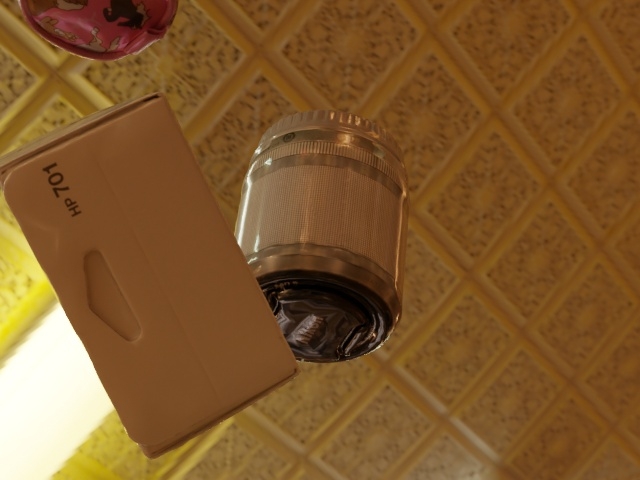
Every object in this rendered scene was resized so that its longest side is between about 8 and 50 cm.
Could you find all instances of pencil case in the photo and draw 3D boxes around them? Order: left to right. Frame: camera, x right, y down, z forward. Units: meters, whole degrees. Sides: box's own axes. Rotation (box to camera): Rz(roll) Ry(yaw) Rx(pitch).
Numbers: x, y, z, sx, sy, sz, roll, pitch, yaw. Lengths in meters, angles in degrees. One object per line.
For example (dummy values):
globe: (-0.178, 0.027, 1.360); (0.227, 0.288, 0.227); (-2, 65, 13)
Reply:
pencil case: (-0.211, -0.353, 1.417); (0.167, 0.386, 0.160); (6, -44, -3)

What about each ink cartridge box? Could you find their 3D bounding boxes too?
ink cartridge box: (-0.090, 0.009, 0.656); (0.082, 0.191, 0.139); (-27, -80, -11)

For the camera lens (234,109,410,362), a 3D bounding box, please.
camera lens: (0.000, 0.000, 1.741); (0.219, 0.274, 0.219); (4, -37, 3)
